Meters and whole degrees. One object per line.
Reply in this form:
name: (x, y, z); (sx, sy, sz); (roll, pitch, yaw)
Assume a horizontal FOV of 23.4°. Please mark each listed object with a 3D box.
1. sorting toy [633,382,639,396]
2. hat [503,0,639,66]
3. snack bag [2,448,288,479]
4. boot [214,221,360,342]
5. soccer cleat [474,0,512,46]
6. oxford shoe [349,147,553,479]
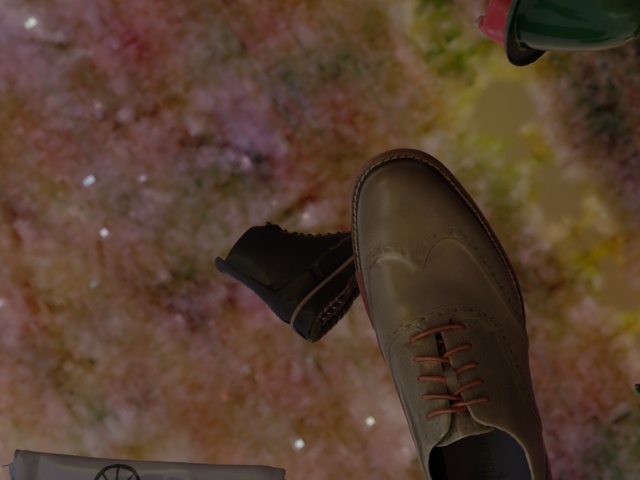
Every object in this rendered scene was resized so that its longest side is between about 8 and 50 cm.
sorting toy: (0.401, 0.181, 1.821); (0.062, 0.012, 0.083); (26, -167, 34)
hat: (0.271, -0.183, 1.276); (0.183, 0.173, 0.208); (33, -179, 19)
snack bag: (-0.213, 0.410, 1.768); (0.037, 0.342, 0.323); (46, -133, -74)
boot: (0.000, 0.000, 1.619); (0.137, 0.198, 0.077); (34, 145, 23)
soccer cleat: (0.260, -0.252, 1.685); (0.095, 0.083, 0.248); (31, -149, 23)
oxford shoe: (0.126, 0.111, 1.364); (0.146, 0.140, 0.397); (-68, -43, -79)
